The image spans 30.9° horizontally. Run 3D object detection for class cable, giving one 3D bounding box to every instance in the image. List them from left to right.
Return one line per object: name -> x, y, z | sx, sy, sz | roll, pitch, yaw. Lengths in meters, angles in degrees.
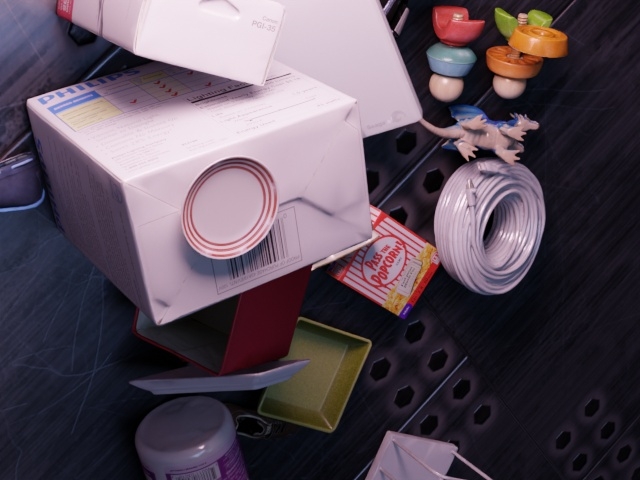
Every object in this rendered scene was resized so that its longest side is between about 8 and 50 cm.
cable -> 0.317, -0.028, 2.163 | 0.257, 0.089, 0.257 | -3, 104, -45

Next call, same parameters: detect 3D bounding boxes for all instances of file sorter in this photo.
file sorter -> 0.192, 0.553, 2.302 | 0.193, 0.173, 0.277 | 18, 99, -37

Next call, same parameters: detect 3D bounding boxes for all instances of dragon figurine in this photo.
dragon figurine -> 0.273, -0.195, 2.085 | 0.289, 0.144, 0.085 | 5, 104, -18

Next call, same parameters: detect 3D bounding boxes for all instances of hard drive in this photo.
hard drive -> 0.017, -0.294, 1.839 | 0.203, 0.040, 0.307 | -16, 125, 15

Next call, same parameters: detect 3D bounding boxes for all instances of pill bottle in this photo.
pill bottle -> -0.202, 0.430, 1.990 | 0.169, 0.169, 0.301 | -25, 122, -23

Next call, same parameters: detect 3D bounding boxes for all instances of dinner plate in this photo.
dinner plate -> -0.117, -0.043, 1.478 | 0.141, 0.017, 0.141 | -14, 117, -29

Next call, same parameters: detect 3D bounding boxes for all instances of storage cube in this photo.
storage cube -> -0.152, 0.083, 1.829 | 0.193, 0.184, 0.215 | -8, 117, -58

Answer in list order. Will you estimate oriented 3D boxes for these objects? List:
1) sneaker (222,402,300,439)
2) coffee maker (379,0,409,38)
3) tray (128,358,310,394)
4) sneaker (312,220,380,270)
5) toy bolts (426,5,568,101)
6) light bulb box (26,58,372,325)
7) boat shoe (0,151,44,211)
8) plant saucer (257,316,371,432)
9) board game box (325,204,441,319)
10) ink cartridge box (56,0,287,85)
sneaker -> -0.104, 0.335, 2.075 | 0.188, 0.071, 0.066 | 10, 104, -36
coffee maker -> 0.100, -0.440, 1.866 | 0.171, 0.120, 0.178 | 34, 88, -14
tray -> -0.161, 0.220, 1.853 | 0.145, 0.270, 0.030 | -9, 91, -56
sneaker -> 0.000, 0.000, 2.013 | 0.192, 0.064, 0.086 | -26, 88, -2
toy bolts -> 0.299, -0.303, 2.003 | 0.229, 0.218, 0.158 | 1, 117, -15
light bulb box -> -0.176, -0.102, 1.656 | 0.358, 0.361, 0.225 | -21, 122, -25
boat shoe -> -0.514, -0.081, 1.621 | 0.258, 0.109, 0.089 | -13, 111, -47
plant saucer -> -0.019, 0.239, 2.101 | 0.188, 0.045, 0.188 | 22, 92, -37
board game box -> 0.120, 0.041, 2.114 | 0.193, 0.045, 0.146 | 31, 91, -38
ink cartridge box -> -0.210, -0.315, 1.589 | 0.207, 0.283, 0.117 | 9, 104, -36
